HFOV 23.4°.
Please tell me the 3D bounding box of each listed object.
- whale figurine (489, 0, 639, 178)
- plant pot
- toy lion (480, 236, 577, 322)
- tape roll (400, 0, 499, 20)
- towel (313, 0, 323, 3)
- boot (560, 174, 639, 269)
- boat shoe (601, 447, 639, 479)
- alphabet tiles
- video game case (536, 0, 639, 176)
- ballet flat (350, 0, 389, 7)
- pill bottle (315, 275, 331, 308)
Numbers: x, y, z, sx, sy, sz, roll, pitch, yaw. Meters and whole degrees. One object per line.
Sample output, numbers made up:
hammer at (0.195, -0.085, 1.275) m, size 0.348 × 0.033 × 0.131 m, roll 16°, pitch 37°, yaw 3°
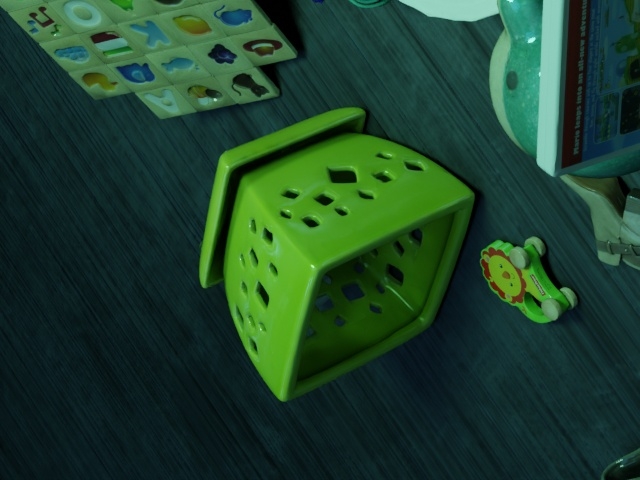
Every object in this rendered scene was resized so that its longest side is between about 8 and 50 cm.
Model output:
whale figurine at (0.248, -0.180, 1.257) m, size 0.141 × 0.216 × 0.272 m, roll 40°, pitch 119°, yaw 58°
plant pot at (0.000, 0.000, 1.673) m, size 0.207 × 0.228 × 0.227 m, roll 46°, pitch 143°, yaw 27°
toy lion at (0.210, 0.043, 1.612) m, size 0.100 × 0.034 × 0.096 m, roll 58°, pitch 151°, yaw 2°
tape roll at (0.127, -0.343, 1.377) m, size 0.286 × 0.100 × 0.286 m, roll 29°, pitch 134°, yaw 34°
towel at (-0.055, -0.386, 1.399) m, size 0.227 × 0.076 × 0.308 m, roll 40°, pitch 145°, yaw 24°
boot at (0.274, -0.020, 1.479) m, size 0.118 × 0.042 × 0.087 m, roll 29°, pitch 137°, yaw 35°
boat shoe at (0.368, 0.201, 1.464) m, size 0.095 × 0.112 × 0.335 m, roll 46°, pitch 146°, yaw 10°
alphabet tiles at (-0.202, -0.248, 1.707) m, size 0.285 × 0.011 × 0.342 m, roll -9°, pitch 144°, yaw 29°
video game case at (0.287, -0.176, 1.151) m, size 0.025 × 0.285 × 0.204 m, roll 44°, pitch 145°, yaw 48°
ballet flat at (0.009, -0.346, 1.528) m, size 0.087 × 0.083 × 0.247 m, roll -75°, pitch -38°, yaw -76°
pill bottle at (-0.049, 0.012, 1.848) m, size 0.152 × 0.086 × 0.086 m, roll 44°, pitch 141°, yaw 22°
